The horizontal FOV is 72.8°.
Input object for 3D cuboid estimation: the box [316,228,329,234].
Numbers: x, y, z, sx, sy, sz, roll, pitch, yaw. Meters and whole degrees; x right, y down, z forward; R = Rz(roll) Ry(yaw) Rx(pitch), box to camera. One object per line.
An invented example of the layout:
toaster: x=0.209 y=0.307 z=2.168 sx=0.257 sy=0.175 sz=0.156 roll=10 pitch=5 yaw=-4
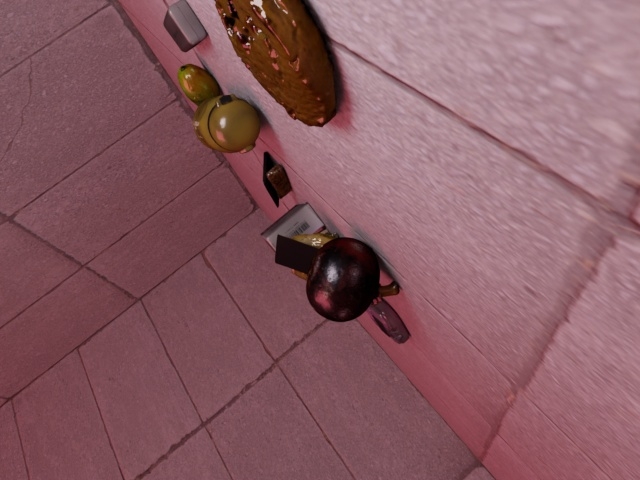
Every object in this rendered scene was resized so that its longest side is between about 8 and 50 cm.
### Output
box: x=0.000 y=0.000 z=1.615 sx=0.062 sy=0.089 sz=0.122 roll=63 pitch=172 yaw=-3

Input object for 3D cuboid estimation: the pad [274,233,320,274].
pad: x=-0.036 y=0.068 z=1.439 sx=0.242 sy=0.004 sz=0.164 roll=19 pitch=141 yaw=5

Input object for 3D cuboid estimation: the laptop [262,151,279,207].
laptop: x=-0.177 y=-0.220 z=1.605 sx=0.197 sy=0.016 sz=0.135 roll=64 pitch=-156 yaw=-66

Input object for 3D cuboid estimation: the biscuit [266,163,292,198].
biscuit: x=-0.146 y=-0.209 z=1.556 sx=0.034 sy=0.064 sz=0.199 roll=44 pitch=173 yaw=15

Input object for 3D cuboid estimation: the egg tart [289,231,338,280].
egg tart: x=0.016 y=0.058 z=1.490 sx=0.290 sy=0.107 sz=0.291 roll=14 pitch=141 yaw=11

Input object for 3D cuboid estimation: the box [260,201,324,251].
box: x=-0.118 y=-0.040 z=1.675 sx=0.106 sy=0.200 sz=0.299 roll=51 pitch=173 yaw=-10

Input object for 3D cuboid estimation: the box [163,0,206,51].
box: x=-0.371 y=-0.574 z=1.175 sx=0.103 sy=0.055 sz=0.243 roll=55 pitch=172 yaw=-28

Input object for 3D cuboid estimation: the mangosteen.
mangosteen: x=0.092 y=0.116 z=1.185 sx=0.261 sy=0.236 sz=0.235 roll=18 pitch=175 yaw=-6

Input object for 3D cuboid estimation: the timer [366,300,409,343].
timer: x=0.240 y=0.292 z=1.628 sx=0.190 sy=0.069 sz=0.209 roll=37 pitch=163 yaw=54

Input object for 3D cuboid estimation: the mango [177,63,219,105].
mango: x=-0.404 y=-0.512 z=1.488 sx=0.125 sy=0.111 sz=0.233 roll=54 pitch=175 yaw=19

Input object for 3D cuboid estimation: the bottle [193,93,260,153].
bottle: x=-0.274 y=-0.338 z=1.275 sx=0.172 sy=0.171 sz=0.351 roll=55 pitch=173 yaw=-25

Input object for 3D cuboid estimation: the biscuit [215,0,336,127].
biscuit: x=-0.078 y=-0.292 z=0.655 sx=0.296 sy=0.075 sz=0.296 roll=51 pitch=174 yaw=8
